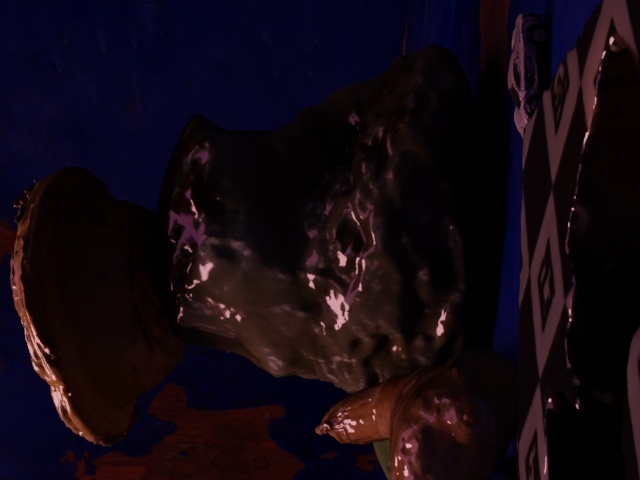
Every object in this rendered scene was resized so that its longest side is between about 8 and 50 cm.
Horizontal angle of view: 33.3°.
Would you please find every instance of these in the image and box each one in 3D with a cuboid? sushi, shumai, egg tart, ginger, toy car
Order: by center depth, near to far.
[{"bbox_3d":[0.115,0.063,0.356,0.294,0.059,0.292,89,-176,-79],"label":"sushi"},{"bbox_3d":[0.146,-0.115,0.759,0.041,0.025,0.093,81,-168,-80],"label":"toy car"},{"bbox_3d":[0.071,0.151,0.857,0.131,0.086,0.294,-61,12,-17],"label":"ginger"},{"bbox_3d":[0.000,0.000,1.077,0.324,0.324,0.397,-90,-1,-53],"label":"shumai"},{"bbox_3d":[-0.213,0.062,1.086,0.288,0.119,0.288,-8,-90,-82],"label":"egg tart"}]

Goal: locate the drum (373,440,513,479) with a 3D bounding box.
[{"bbox_3d":[0.100,0.186,0.926,0.130,0.049,0.253,58,165,18],"label":"drum"}]
